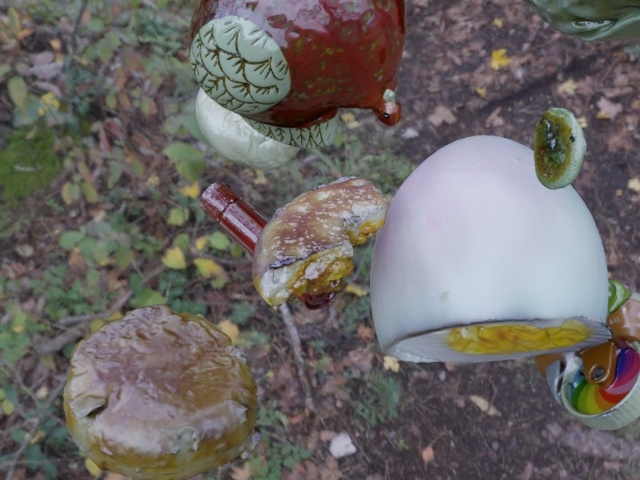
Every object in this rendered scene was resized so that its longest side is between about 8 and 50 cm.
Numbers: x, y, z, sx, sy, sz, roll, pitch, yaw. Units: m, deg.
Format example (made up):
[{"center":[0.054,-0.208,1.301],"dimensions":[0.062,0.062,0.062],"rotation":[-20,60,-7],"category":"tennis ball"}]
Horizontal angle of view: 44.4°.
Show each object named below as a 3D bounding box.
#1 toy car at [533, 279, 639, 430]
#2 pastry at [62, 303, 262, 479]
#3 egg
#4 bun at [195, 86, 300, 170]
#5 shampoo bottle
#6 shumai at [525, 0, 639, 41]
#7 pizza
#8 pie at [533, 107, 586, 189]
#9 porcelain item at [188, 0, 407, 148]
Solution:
[{"center":[0.451,0.204,1.268],"dimensions":[0.235,0.145,0.235],"rotation":[-43,21,21],"category":"toy car"},{"center":[-0.170,0.172,0.884],"dimensions":[0.228,0.100,0.218],"rotation":[21,39,12],"category":"pastry"},{"center":[0.247,0.000,1.206],"dimensions":[0.354,0.354,0.340],"rotation":[-7,71,13],"category":"egg"},{"center":[-0.119,-0.251,1.473],"dimensions":[0.229,0.145,0.229],"rotation":[17,48,-20],"category":"bun"},{"center":[-0.100,0.006,1.467],"dimensions":[0.314,0.118,0.076],"rotation":[41,99,23],"category":"shampoo bottle"},{"center":[0.462,-0.335,1.044],"dimensions":[0.329,0.292,0.289],"rotation":[-18,68,-15],"category":"shumai"},{"center":[0.000,0.000,1.063],"dimensions":[0.161,0.086,0.305],"rotation":[6,30,24],"category":"pizza"},{"center":[0.233,-0.092,0.774],"dimensions":[0.021,0.084,0.084],"rotation":[-1,43,-15],"category":"pie"},{"center":[-0.005,-0.199,0.803],"dimensions":[0.252,0.253,0.253],"rotation":[-10,46,11],"category":"porcelain item"}]
